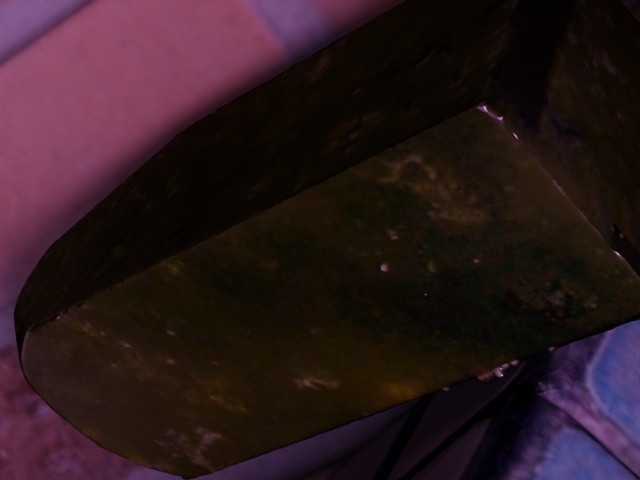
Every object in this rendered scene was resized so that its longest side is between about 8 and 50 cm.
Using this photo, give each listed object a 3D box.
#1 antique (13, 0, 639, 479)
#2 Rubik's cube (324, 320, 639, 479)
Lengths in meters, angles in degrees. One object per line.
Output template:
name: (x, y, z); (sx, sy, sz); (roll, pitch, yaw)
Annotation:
antique: (0.000, 0.000, 0.571); (0.221, 0.080, 0.081); (-24, 120, 41)
Rubik's cube: (0.060, 0.276, 0.564); (0.344, 0.337, 0.344); (39, 127, -4)
